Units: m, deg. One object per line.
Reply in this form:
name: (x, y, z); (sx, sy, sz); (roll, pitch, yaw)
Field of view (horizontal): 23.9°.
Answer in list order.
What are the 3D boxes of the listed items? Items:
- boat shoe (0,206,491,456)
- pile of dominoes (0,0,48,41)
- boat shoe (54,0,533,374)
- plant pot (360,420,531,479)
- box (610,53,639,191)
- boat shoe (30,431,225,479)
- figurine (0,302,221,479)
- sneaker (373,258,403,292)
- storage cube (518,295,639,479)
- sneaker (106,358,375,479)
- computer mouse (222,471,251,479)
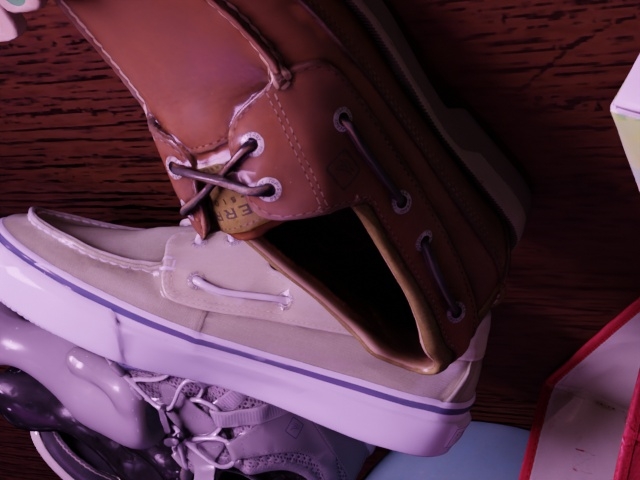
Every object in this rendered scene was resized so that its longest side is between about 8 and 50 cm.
boat shoe: (-0.048, 0.031, 0.875); (0.302, 0.094, 0.109); (19, -167, -2)
pile of dominoes: (-0.152, -0.168, 0.523); (0.196, 0.040, 0.251); (45, 149, -12)
boat shoe: (-0.015, -0.047, 0.661); (0.307, 0.104, 0.110); (37, 153, -31)
plant pot: (0.118, 0.268, 1.064); (0.293, 0.235, 0.293); (16, 156, 7)
box: (0.252, 0.054, 0.553); (0.232, 0.058, 0.322); (17, 154, 35)
boat shoe: (-0.149, 0.198, 1.326); (0.233, 0.084, 0.079); (37, 128, -26)
figurine: (-0.192, 0.112, 1.158); (0.209, 0.092, 0.215); (15, 155, 19)
sneaker: (0.000, 0.000, 0.795); (0.118, 0.067, 0.042); (17, 155, 5)
storage cube: (0.220, 0.164, 0.833); (0.193, 0.184, 0.215); (21, 155, -4)
sneaker: (-0.069, 0.105, 1.005); (0.281, 0.115, 0.105); (34, 152, -28)
computer mouse: (0.032, 0.278, 1.274); (0.262, 0.060, 0.184); (25, -177, -12)
